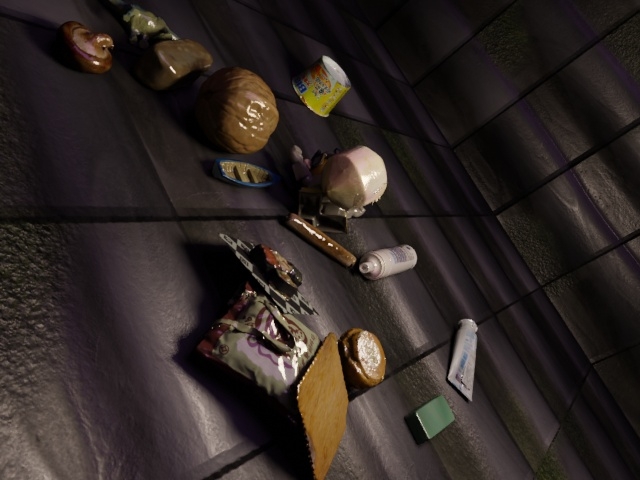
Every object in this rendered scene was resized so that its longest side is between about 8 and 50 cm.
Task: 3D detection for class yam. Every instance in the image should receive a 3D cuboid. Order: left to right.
[{"bbox_3d":[0.000,0.000,1.498,0.264,0.046,0.046,36,33,-31],"label":"yam"}]

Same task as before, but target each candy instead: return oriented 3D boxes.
[{"bbox_3d":[-0.377,-0.456,1.387,0.102,0.104,0.234,53,29,-11],"label":"candy"}]

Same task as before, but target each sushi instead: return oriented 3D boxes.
[{"bbox_3d":[-0.092,0.062,1.171,0.231,0.047,0.219,47,7,19],"label":"sushi"}]

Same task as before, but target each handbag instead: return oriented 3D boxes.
[{"bbox_3d":[-0.105,0.211,1.037,0.235,0.127,0.213,38,40,-7],"label":"handbag"}]

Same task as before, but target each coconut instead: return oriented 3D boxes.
[{"bbox_3d":[0.082,-0.157,1.420,0.183,0.171,0.171,-36,90,-32],"label":"coconut"}]

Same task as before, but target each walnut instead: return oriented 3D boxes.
[{"bbox_3d":[-0.212,-0.333,1.393,0.228,0.228,0.228,36,33,-28],"label":"walnut"}]

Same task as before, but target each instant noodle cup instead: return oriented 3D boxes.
[{"bbox_3d":[0.013,-0.596,2.058,0.205,0.153,0.205,37,34,-30],"label":"instant noodle cup"}]

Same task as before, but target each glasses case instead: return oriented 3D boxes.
[{"bbox_3d":[0.292,0.469,1.417,0.184,0.039,0.077,-1,59,-56],"label":"glasses case"}]

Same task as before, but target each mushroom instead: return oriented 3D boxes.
[{"bbox_3d":[-0.514,-0.421,1.166,0.127,0.087,0.127,39,28,-25],"label":"mushroom"}]

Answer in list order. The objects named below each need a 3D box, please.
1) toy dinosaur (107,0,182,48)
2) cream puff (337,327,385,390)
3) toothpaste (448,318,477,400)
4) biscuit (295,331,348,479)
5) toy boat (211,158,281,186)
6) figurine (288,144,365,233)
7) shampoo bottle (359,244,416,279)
[{"bbox_3d":[-0.460,-0.573,1.423,0.363,0.076,0.147,23,37,-38],"label":"toy dinosaur"},{"bbox_3d":[0.086,0.278,1.257,0.126,0.103,0.144,3,71,-47],"label":"cream puff"},{"bbox_3d":[0.469,0.380,1.756,0.114,0.073,0.299,46,37,-14],"label":"toothpaste"},{"bbox_3d":[0.011,0.331,1.075,0.237,0.013,0.232,-46,129,-62],"label":"biscuit"},{"bbox_3d":[-0.190,-0.168,1.404,0.229,0.046,0.080,2,56,-55],"label":"toy boat"},{"bbox_3d":[0.012,-0.160,1.589,0.308,0.143,0.308,51,29,-43],"label":"figurine"},{"bbox_3d":[0.204,0.069,1.673,0.303,0.092,0.092,-10,67,-58],"label":"shampoo bottle"}]
